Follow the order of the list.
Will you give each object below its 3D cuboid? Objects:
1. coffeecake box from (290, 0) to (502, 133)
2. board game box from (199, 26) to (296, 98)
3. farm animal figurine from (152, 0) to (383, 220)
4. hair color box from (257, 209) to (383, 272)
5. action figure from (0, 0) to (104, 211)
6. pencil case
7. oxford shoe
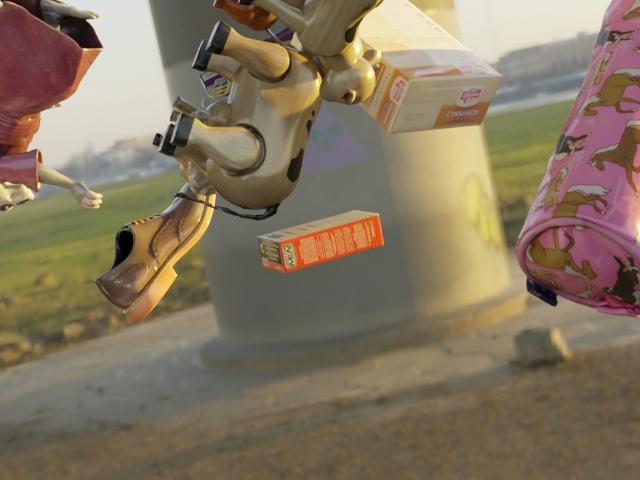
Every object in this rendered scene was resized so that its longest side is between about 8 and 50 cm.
[{"bbox_3d":[0.082,-0.198,1.390,0.142,0.068,0.185,-9,42,-40],"label":"coffeecake box"},{"bbox_3d":[-0.038,-0.320,2.265,0.347,0.056,0.208,-29,33,1],"label":"board game box"},{"bbox_3d":[-0.027,-0.169,1.239,0.172,0.327,0.330,23,5,-13],"label":"farm animal figurine"},{"bbox_3d":[0.000,0.000,1.591,0.141,0.043,0.072,-15,11,-23],"label":"hair color box"},{"bbox_3d":[-0.459,-0.185,1.846,0.276,0.370,0.248,5,25,-40],"label":"action figure"},{"bbox_3d":[0.331,-0.103,1.337,0.160,0.386,0.167,24,-32,2],"label":"pencil case"},{"bbox_3d":[-0.323,-0.014,2.531,0.130,0.133,0.364,-32,24,47],"label":"oxford shoe"}]
